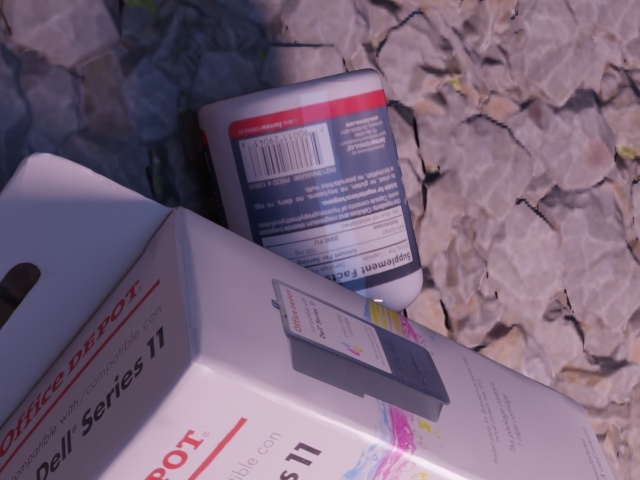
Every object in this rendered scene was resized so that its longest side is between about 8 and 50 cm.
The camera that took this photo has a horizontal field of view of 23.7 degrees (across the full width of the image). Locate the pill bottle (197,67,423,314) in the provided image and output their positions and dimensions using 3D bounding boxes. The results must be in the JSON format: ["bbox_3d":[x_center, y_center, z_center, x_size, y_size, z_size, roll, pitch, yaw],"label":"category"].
[{"bbox_3d":[0.000,0.000,0.869,0.108,0.108,0.180,-15,97,-31],"label":"pill bottle"}]

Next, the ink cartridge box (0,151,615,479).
[{"bbox_3d":[-0.040,0.123,0.774,0.353,0.119,0.207,26,120,-27],"label":"ink cartridge box"}]
